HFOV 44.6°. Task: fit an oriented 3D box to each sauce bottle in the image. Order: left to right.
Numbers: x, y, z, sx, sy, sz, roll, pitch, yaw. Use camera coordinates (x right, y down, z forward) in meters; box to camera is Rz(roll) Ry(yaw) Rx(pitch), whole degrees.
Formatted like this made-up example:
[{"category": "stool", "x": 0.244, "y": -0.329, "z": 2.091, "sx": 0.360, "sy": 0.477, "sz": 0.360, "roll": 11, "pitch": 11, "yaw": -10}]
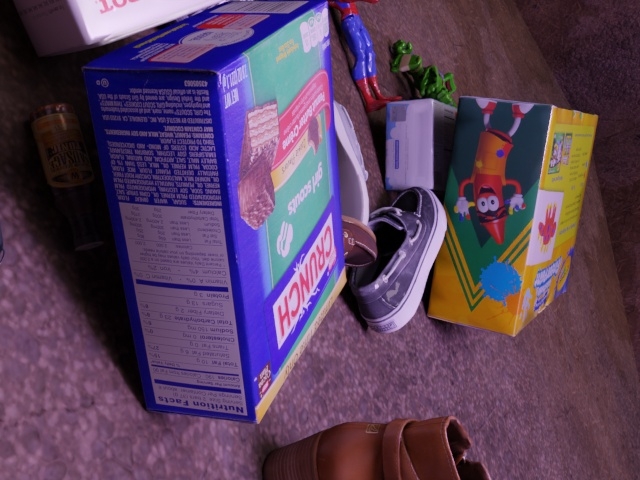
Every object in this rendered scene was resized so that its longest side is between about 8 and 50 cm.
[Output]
[{"category": "sauce bottle", "x": -0.218, "y": -0.055, "z": 0.684, "sx": 0.042, "sy": 0.042, "sz": 0.128, "roll": -11, "pitch": 81, "yaw": -61}]

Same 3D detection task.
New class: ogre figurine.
[{"category": "ogre figurine", "x": 0.214, "y": -0.304, "z": 1.532, "sx": 0.197, "sy": 0.097, "sz": 0.118, "roll": 34, "pitch": -3, "yaw": 39}]

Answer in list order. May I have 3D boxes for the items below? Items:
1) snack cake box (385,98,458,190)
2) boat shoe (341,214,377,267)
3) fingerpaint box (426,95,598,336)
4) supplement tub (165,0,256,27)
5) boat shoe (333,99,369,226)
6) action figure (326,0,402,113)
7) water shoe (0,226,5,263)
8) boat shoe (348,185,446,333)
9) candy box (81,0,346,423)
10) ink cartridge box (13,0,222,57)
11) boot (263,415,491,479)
[{"category": "snack cake box", "x": 0.210, "y": -0.160, "z": 1.406, "sx": 0.264, "sy": 0.089, "sz": 0.152, "roll": 0, "pitch": 90, "yaw": -60}, {"category": "boat shoe", "x": 0.000, "y": 0.000, "z": 0.997, "sx": 0.207, "sy": 0.073, "sz": 0.073, "roll": 25, "pitch": 44, "yaw": -40}, {"category": "fingerpaint box", "x": 0.360, "y": -0.062, "z": 1.424, "sx": 0.444, "sy": 0.163, "sz": 0.371, "roll": -15, "pitch": 114, "yaw": -61}, {"category": "supplement tub", "x": -0.151, "y": -0.294, "z": 0.889, "sx": 0.198, "sy": 0.106, "sz": 0.106, "roll": 48, "pitch": 35, "yaw": -35}, {"category": "boat shoe", "x": 0.033, "y": -0.108, "z": 1.117, "sx": 0.081, "sy": 0.079, "sz": 0.228, "roll": 8, "pitch": 62, "yaw": -54}, {"category": "action figure", "x": 0.089, "y": -0.376, "z": 1.336, "sx": 0.281, "sy": 0.139, "sz": 0.091, "roll": 64, "pitch": 28, "yaw": -5}, {"category": "water shoe", "x": -0.254, "y": 0.012, "z": 0.547, "sx": 0.080, "sy": 0.072, "sz": 0.203, "roll": 22, "pitch": 54, "yaw": -57}, {"category": "boat shoe", "x": 0.107, "y": -0.002, "z": 1.163, "sx": 0.102, "sy": 0.108, "sz": 0.301, "roll": 55, "pitch": 39, "yaw": -27}, {"category": "candy box", "x": -0.073, "y": -0.038, "z": 0.726, "sx": 0.268, "sy": 0.122, "sz": 0.317, "roll": -56, "pitch": 147, "yaw": -57}, {"category": "ink cartridge box", "x": -0.203, "y": -0.325, "z": 0.695, "sx": 0.198, "sy": 0.114, "sz": 0.273, "roll": -34, "pitch": 116, "yaw": -36}, {"category": "boot", "x": 0.093, "y": 0.304, "z": 0.807, "sx": 0.284, "sy": 0.220, "sz": 0.109, "roll": 65, "pitch": 28, "yaw": -9}]
